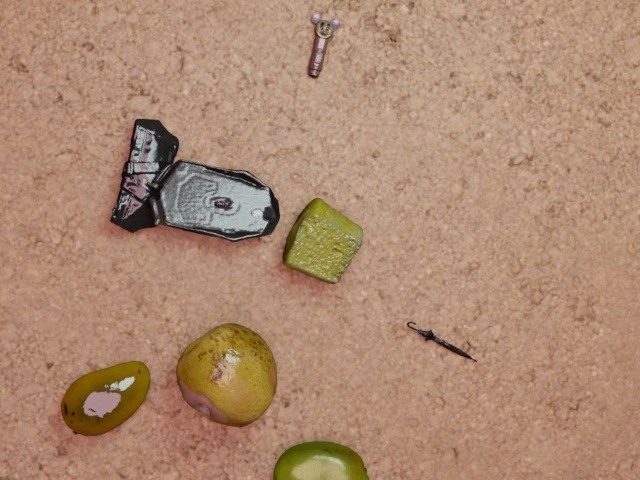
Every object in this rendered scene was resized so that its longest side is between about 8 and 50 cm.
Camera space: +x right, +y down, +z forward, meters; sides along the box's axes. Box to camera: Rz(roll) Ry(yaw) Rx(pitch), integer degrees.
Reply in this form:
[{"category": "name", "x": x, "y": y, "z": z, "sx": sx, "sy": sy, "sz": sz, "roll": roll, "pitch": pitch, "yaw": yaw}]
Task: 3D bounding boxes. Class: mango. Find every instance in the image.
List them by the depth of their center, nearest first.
[{"category": "mango", "x": -0.357, "y": 0.262, "z": 1.638, "sx": 0.161, "sy": 0.076, "sz": 0.103, "roll": -32, "pitch": 87, "yaw": -14}, {"category": "mango", "x": 0.006, "y": 0.400, "z": 1.668, "sx": 0.163, "sy": 0.089, "sz": 0.117, "roll": 24, "pitch": 87, "yaw": -5}]

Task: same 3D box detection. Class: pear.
[{"category": "pear", "x": -0.151, "y": 0.227, "z": 1.614, "sx": 0.178, "sy": 0.178, "sz": 0.178, "roll": 0, "pitch": 90, "yaw": -6}]

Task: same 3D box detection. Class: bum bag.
[{"category": "bum bag", "x": -0.299, "y": -0.109, "z": 1.657, "sx": 0.087, "sy": 0.049, "sz": 0.197, "roll": 16, "pitch": 85, "yaw": -25}]

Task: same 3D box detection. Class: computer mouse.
[{"category": "computer mouse", "x": -0.182, "y": -0.059, "z": 1.655, "sx": 0.231, "sy": 0.071, "sz": 0.126, "roll": 10, "pitch": 78, "yaw": -9}]

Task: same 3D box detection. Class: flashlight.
[{"category": "flashlight", "x": 0.000, "y": -0.338, "z": 1.696, "sx": 0.052, "sy": 0.031, "sz": 0.110, "roll": 13, "pitch": 89, "yaw": -6}]

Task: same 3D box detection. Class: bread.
[{"category": "bread", "x": 0.000, "y": 0.000, "z": 1.658, "sx": 0.114, "sy": 0.111, "sz": 0.129, "roll": 29, "pitch": 107, "yaw": -10}]

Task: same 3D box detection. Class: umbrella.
[{"category": "umbrella", "x": 0.214, "y": 0.181, "z": 1.729, "sx": 0.149, "sy": 0.022, "sz": 0.022, "roll": 32, "pitch": 50, "yaw": -14}]
